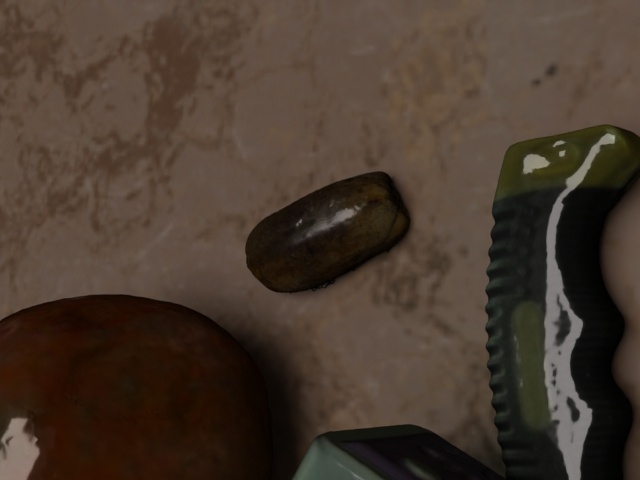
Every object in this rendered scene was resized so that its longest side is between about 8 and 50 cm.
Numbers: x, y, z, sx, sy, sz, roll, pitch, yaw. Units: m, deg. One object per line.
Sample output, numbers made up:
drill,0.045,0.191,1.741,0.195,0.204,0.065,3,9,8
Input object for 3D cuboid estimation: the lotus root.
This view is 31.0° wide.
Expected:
lotus root,-0.001,-0.001,0.523,0.083,0.030,0.037,-27,72,28

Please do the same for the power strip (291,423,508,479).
power strip,0.072,0.131,0.345,0.215,0.145,0.061,29,98,31

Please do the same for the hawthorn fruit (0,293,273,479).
hawthorn fruit,-0.115,0.094,0.504,0.149,0.189,0.149,6,97,61

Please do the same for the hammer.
hammer,0.095,0.072,0.447,0.158,0.041,0.226,-5,82,30
